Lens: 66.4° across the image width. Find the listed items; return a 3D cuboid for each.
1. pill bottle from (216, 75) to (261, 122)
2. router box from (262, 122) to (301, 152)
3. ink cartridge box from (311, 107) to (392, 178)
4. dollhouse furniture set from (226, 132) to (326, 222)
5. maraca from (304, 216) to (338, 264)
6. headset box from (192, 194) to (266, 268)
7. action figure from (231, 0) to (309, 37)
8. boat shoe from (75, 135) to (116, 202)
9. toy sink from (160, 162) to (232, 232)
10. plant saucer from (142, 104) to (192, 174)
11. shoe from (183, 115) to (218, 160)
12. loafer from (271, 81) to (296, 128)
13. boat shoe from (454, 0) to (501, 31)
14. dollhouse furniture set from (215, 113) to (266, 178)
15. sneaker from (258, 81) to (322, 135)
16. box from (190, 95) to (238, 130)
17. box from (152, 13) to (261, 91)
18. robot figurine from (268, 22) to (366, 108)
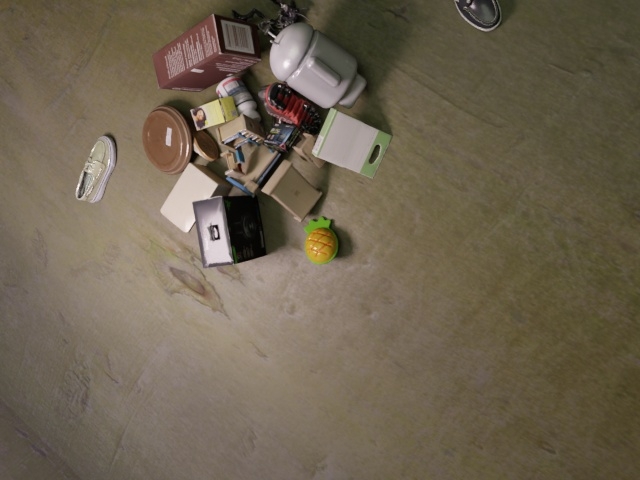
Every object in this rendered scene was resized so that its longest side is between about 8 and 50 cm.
[{"bbox_3d":[-0.302,-0.512,1.832,0.108,0.108,0.180,-33,85,20],"label":"pill bottle"},{"bbox_3d":[-0.137,-0.364,1.723,0.122,0.038,0.092,21,75,44],"label":"router box"},{"bbox_3d":[0.110,-0.334,1.698,0.235,0.056,0.171,17,105,-26],"label":"ink cartridge box"},{"bbox_3d":[-0.147,-0.255,1.828,0.303,0.198,0.286,30,82,45],"label":"dollhouse furniture set"},{"bbox_3d":[0.000,0.000,1.788,0.127,0.099,0.185,-15,65,10],"label":"maraca"},{"bbox_3d":[-0.335,-0.039,1.800,0.131,0.283,0.246,-8,92,20],"label":"headset box"},{"bbox_3d":[-0.184,-0.796,1.746,0.276,0.141,0.163,-7,82,22],"label":"action figure"},{"bbox_3d":[-0.962,-0.301,2.094,0.109,0.094,0.302,23,103,16],"label":"boat shoe"},{"bbox_3d":[-0.485,-0.163,1.922,0.153,0.131,0.234,37,101,13],"label":"toy sink"},{"bbox_3d":[-0.622,-0.399,1.955,0.278,0.041,0.277,9,107,32],"label":"plant saucer"},{"bbox_3d":[-0.481,-0.396,1.937,0.219,0.077,0.058,52,145,8],"label":"shoe"},{"bbox_3d":[-0.146,-0.480,1.795,0.080,0.078,0.219,10,99,18],"label":"loafer"},{"bbox_3d":[0.462,-0.796,1.540,0.114,0.091,0.302,-39,82,19],"label":"boat shoe"},{"bbox_3d":[-0.274,-0.332,1.772,0.129,0.129,0.183,-22,74,25],"label":"dollhouse furniture set"},{"bbox_3d":[-0.110,-0.460,1.714,0.135,0.276,0.097,24,87,45],"label":"sneaker"},{"bbox_3d":[-0.401,-0.474,1.833,0.232,0.058,0.087,0,111,49],"label":"box"},{"bbox_3d":[-0.413,-0.656,1.749,0.382,0.191,0.143,-5,95,42],"label":"box"},{"bbox_3d":[-0.020,-0.580,1.628,0.354,0.300,0.199,26,104,-25],"label":"robot figurine"}]
